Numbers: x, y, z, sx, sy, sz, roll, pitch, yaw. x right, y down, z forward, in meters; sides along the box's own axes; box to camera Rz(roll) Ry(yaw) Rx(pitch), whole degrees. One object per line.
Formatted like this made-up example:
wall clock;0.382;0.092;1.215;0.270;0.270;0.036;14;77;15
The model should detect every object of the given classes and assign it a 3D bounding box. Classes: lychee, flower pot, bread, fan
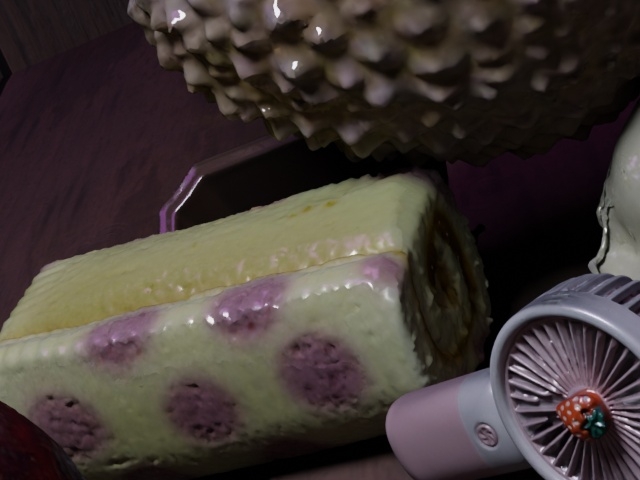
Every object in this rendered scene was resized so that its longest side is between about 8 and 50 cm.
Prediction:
lychee;0.069;-0.228;1.334;0.432;0.380;0.380;-19;17;-4
flower pot;0.000;0.000;1.502;0.250;0.084;0.179;-20;51;21
bread;-0.059;0.071;1.334;0.338;0.155;0.187;-13;29;24
fan;0.124;0.098;1.102;0.074;0.130;0.244;-34;6;-39

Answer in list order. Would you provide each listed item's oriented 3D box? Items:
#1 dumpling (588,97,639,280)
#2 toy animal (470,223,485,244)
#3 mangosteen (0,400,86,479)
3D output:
dumpling;0.282;-0.043;1.265;0.247;0.142;0.172;-58;28;-7
toy animal;0.054;0.003;1.576;0.075;0.041;0.217;-34;15;-20
mangosteen;-0.211;0.205;0.929;0.300;0.300;0.300;-22;18;7
